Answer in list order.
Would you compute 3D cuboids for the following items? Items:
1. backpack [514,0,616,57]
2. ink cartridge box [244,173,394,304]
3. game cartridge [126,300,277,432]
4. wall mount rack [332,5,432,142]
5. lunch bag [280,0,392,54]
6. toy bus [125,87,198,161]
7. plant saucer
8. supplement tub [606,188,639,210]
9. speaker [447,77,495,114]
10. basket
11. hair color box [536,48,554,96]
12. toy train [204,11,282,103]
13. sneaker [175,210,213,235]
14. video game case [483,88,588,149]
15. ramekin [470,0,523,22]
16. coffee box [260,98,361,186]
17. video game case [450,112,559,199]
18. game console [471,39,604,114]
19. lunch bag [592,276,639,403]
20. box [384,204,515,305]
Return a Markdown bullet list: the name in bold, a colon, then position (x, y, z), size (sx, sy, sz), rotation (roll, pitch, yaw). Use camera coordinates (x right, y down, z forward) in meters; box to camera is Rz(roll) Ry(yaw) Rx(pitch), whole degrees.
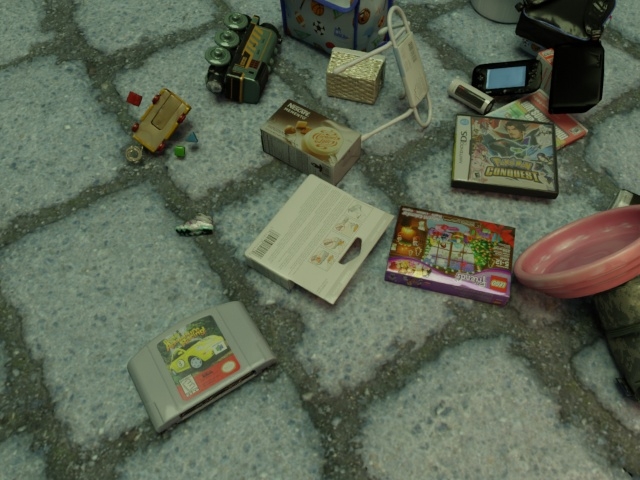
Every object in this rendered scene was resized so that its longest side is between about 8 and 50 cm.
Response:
- **backpack**: position (0.767, -0.681, 1.724), size (0.276, 0.213, 0.263), rotation (39, 74, 16)
- **ink cartridge box**: position (0.000, 0.000, 1.396), size (0.261, 0.066, 0.296), rotation (29, 63, 18)
- **game cartridge**: position (-0.270, 0.265, 1.246), size (0.294, 0.060, 0.196), rotation (-29, 58, -16)
- **wall mount rack**: position (0.187, -0.445, 1.550), size (0.130, 0.350, 0.304), rotation (0, 38, 37)
- **lunch bag**: position (0.040, -0.767, 1.691), size (0.327, 0.385, 0.239), rotation (34, 64, 19)
- **toy bus**: position (-0.457, -0.334, 1.594), size (0.202, 0.191, 0.104), rotation (-7, 15, -4)
- **plant saucer**: position (0.606, 0.032, 1.249), size (0.332, 0.332, 0.084), rotation (-31, 96, -17)
- **supplement tub**: position (0.805, -0.038, 1.371), size (0.190, 0.117, 0.117), rotation (29, 63, 18)
- **speaker**: position (0.447, -0.430, 1.663), size (0.136, 0.055, 0.055), rotation (39, 66, 22)
- **basket**: position (0.104, -0.493, 1.678), size (0.167, 0.113, 0.103), rotation (13, 61, 10)
- **hair color box**: position (0.707, -0.482, 1.666), size (0.053, 0.093, 0.167), rotation (-21, 60, -12)
- **toy train**: position (-0.238, -0.570, 1.730), size (0.190, 0.142, 0.334), rotation (17, 57, -2)
- **sneaker**: position (-0.328, -0.048, 1.455), size (0.098, 0.038, 0.069), rotation (0, 56, -10)
- **video game case**: position (0.591, -0.318, 1.607), size (0.285, 0.025, 0.204), rotation (-27, 61, -14)
- **ramekin**: position (0.641, -0.865, 1.884), size (0.277, 0.135, 0.277), rotation (0, 58, 0)
- **coffee box**: position (-0.027, -0.272, 1.548), size (0.246, 0.098, 0.141), rotation (31, 63, 19)
- **video game case**: position (0.501, -0.235, 1.521), size (0.274, 0.035, 0.248), rotation (8, 59, 7)
- **game console**: position (0.620, -0.463, 1.615), size (0.361, 0.044, 0.213), rotation (3, 72, 28)
- **lunch bag**: position (0.770, 0.192, 1.173), size (0.305, 0.212, 0.256), rotation (-14, 73, -4)
- **box**: position (0.320, 0.033, 1.372), size (0.293, 0.057, 0.201), rotation (11, 60, 8)
